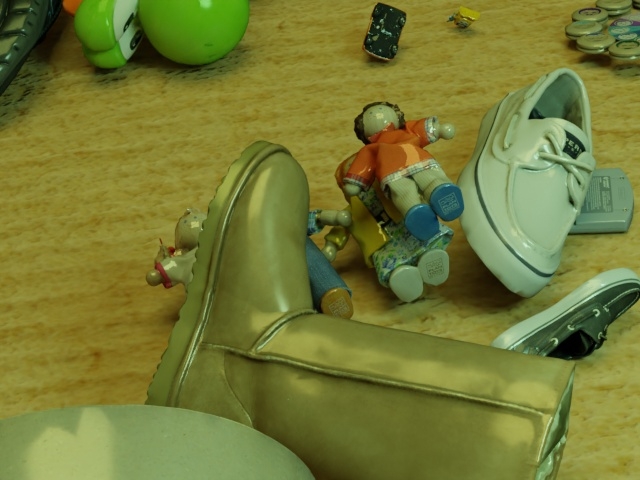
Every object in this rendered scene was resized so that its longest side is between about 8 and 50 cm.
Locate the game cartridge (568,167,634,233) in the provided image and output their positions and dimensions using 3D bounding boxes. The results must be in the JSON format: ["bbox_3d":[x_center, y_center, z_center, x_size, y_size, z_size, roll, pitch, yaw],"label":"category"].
[{"bbox_3d":[0.229,-0.032,1.333,0.056,0.017,0.083,-5,33,11],"label":"game cartridge"}]

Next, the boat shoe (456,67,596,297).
[{"bbox_3d":[0.176,-0.056,1.291,0.088,0.096,0.267,-43,11,29],"label":"boat shoe"}]

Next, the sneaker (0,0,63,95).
[{"bbox_3d":[-0.317,-0.226,1.656,0.125,0.140,0.341,12,56,12],"label":"sneaker"}]

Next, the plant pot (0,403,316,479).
[{"bbox_3d":[-0.101,0.262,0.778,0.256,0.256,0.274,-10,49,-3],"label":"plant pot"}]

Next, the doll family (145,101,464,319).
[{"bbox_3d":[0.000,0.000,1.269,0.263,0.118,0.163,-29,42,0],"label":"doll family"}]

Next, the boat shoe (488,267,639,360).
[{"bbox_3d":[0.182,0.067,1.171,0.142,0.049,0.040,-27,57,-24],"label":"boat shoe"}]

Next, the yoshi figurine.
[{"bbox_3d":[-0.108,-0.315,1.661,0.203,0.203,0.362,3,60,50],"label":"yoshi figurine"}]

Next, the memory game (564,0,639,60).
[{"bbox_3d":[0.328,-0.210,1.568,0.186,0.012,0.186,-6,27,3],"label":"memory game"}]

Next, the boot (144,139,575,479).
[{"bbox_3d":[0.041,0.066,1.085,0.269,0.089,0.236,12,77,23],"label":"boot"}]

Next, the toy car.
[{"bbox_3d":[0.096,-0.201,1.614,0.122,0.060,0.040,2,-14,-15],"label":"toy car"}]
